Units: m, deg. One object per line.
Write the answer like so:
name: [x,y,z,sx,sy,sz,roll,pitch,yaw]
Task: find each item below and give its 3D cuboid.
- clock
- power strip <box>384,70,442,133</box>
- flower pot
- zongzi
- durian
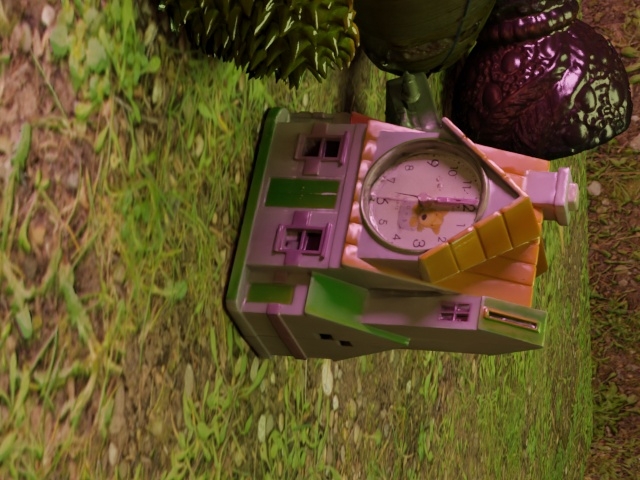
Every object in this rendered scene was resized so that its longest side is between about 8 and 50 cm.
clock: [0.089,-0.007,1.507,0.166,0.310,0.235,63,33,-59]
power strip: [0.110,-0.119,1.847,0.288,0.053,0.093,87,-12,-67]
flower pot: [0.314,-0.278,2.305,0.266,0.267,0.267,-56,133,-59]
zongzi: [0.198,-0.345,1.710,0.356,0.393,0.174,70,3,-60]
durian: [-0.058,-0.257,1.281,0.351,0.158,0.169,68,18,-46]
